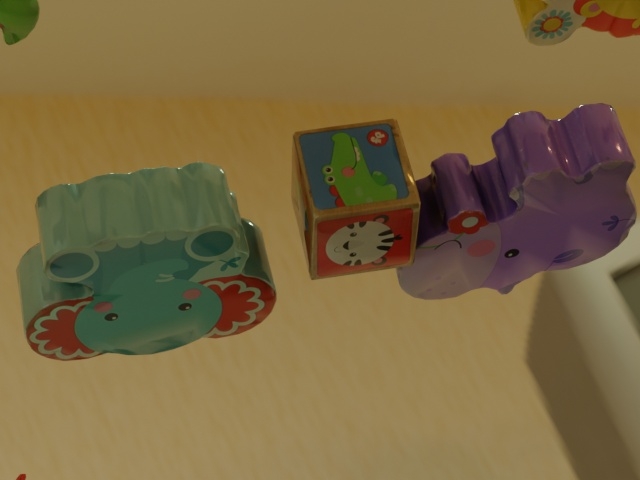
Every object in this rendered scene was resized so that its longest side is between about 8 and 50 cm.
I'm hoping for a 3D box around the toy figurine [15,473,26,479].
[{"bbox_3d":[-0.171,0.286,0.770,0.362,0.191,0.217,-61,3,-15],"label":"toy figurine"}]

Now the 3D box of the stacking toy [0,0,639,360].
[{"bbox_3d":[0.000,0.000,0.380,0.221,0.167,0.052,-7,-35,-7],"label":"stacking toy"}]
